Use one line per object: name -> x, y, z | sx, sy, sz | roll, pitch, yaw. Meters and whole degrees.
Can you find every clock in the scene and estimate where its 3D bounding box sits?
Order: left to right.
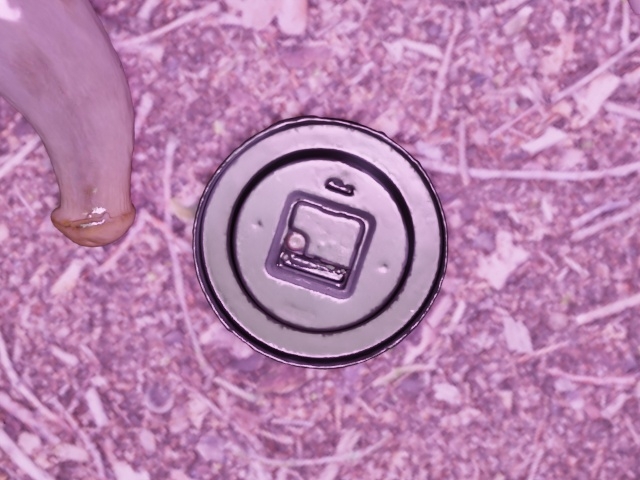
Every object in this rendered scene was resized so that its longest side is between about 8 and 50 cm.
clock -> 0.000, 0.000, 1.425 | 0.184, 0.040, 0.185 | 0, 100, 2

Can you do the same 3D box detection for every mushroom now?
mushroom -> -0.200, -0.123, 1.383 | 0.118, 0.103, 0.270 | -35, 102, 6

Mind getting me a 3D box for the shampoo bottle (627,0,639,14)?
shampoo bottle -> 0.189, -0.307, 1.343 | 0.092, 0.092, 0.303 | -27, 98, 6
